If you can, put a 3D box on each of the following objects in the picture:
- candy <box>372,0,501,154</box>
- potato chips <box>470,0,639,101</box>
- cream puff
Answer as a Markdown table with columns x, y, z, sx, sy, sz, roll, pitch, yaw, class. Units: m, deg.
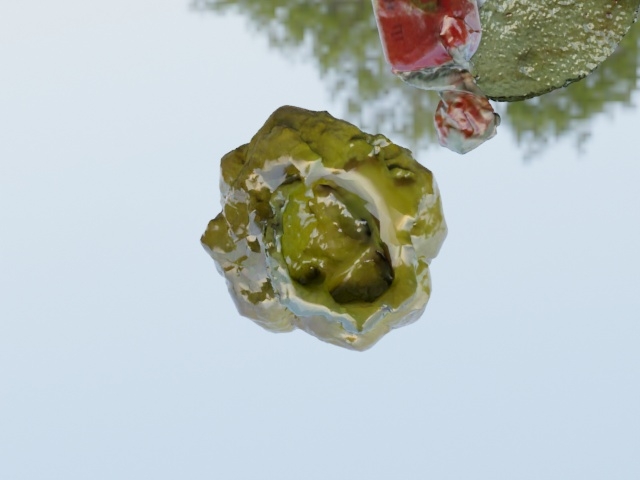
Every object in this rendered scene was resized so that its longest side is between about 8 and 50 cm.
| x | y | z | sx | sy | sz | roll | pitch | yaw | class |
| --- | --- | --- | --- | --- | --- | --- | --- | --- | --- |
| 0.074 | -0.206 | 1.382 | 0.059 | 0.292 | 0.086 | -11 | 178 | -43 | candy |
| 0.217 | -0.210 | 1.762 | 0.142 | 0.209 | 0.026 | 44 | -159 | 17 | potato chips |
| 0.000 | -0.002 | 1.943 | 0.281 | 0.282 | 0.185 | 4 | -156 | 17 | cream puff |
